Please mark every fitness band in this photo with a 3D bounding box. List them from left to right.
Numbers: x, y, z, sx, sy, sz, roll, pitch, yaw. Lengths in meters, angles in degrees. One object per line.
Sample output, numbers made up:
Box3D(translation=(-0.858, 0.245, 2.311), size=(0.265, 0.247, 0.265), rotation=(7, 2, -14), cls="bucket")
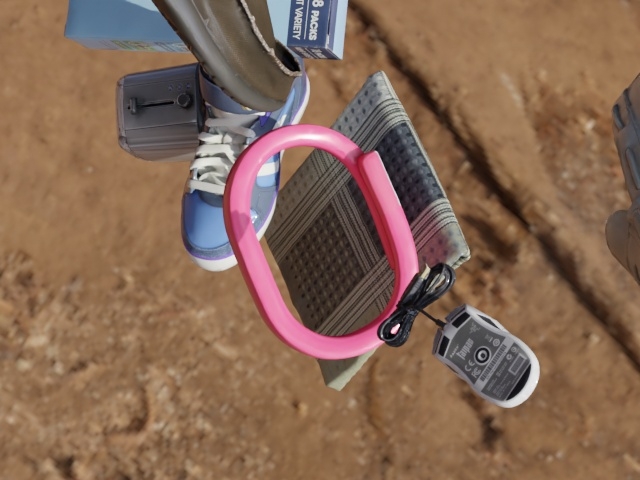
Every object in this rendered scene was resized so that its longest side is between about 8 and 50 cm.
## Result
Box3D(translation=(0.000, 0.000, 1.701), size=(0.291, 0.209, 0.054), rotation=(68, -14, -5), cls="fitness band")

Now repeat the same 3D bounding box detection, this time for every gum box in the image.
Box3D(translation=(-0.070, -0.203, 0.933), size=(0.184, 0.157, 0.041), rotation=(4, -4, 17), cls="gum box")

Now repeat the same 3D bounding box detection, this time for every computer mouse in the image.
Box3D(translation=(0.148, 0.105, 1.416), size=(0.193, 0.106, 0.042), rotation=(39, 7, 38), cls="computer mouse")

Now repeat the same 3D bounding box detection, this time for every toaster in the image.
Box3D(translation=(-0.203, -0.179, 2.033), size=(0.146, 0.129, 0.227), rotation=(-3, -5, 11), cls="toaster")

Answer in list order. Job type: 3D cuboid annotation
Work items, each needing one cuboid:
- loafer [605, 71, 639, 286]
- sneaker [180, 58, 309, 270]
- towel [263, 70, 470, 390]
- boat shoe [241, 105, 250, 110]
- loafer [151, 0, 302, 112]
Box3D(translation=(0.244, 0.003, 0.908), size=(0.112, 0.111, 0.319), rotation=(37, 40, -28), cls="loafer")
Box3D(translation=(-0.118, -0.147, 1.774), size=(0.130, 0.323, 0.236), rotation=(16, -19, 19), cls="sneaker")
Box3D(translation=(0.054, -0.008, 1.893), size=(0.056, 0.324, 0.312), rotation=(4, 50, -39), cls="towel")
Box3D(translation=(-0.069, -0.201, 1.434), size=(0.056, 0.048, 0.153), rotation=(38, 34, -54), cls="boat shoe")
Box3D(translation=(-0.060, -0.153, 0.775), size=(0.080, 0.078, 0.220), rotation=(54, 3, 40), cls="loafer")
